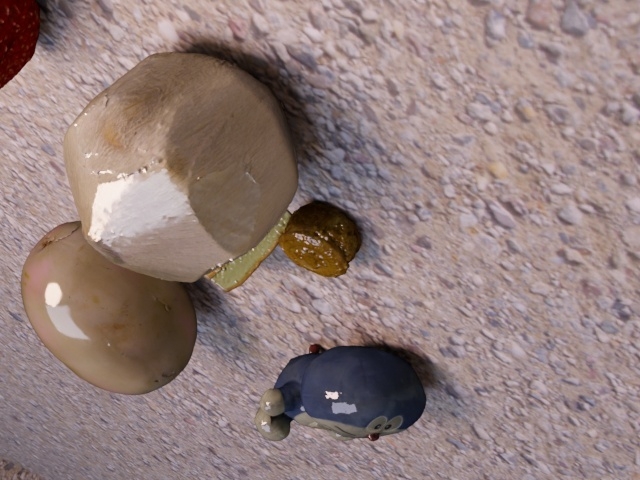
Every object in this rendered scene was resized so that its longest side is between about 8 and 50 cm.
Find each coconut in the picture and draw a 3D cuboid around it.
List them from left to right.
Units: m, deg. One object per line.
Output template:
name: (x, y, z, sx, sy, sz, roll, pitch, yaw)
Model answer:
coconut: (-0.158, -0.072, 1.122, 0.245, 0.247, 0.245, 25, 148, 17)

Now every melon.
melon: (-0.323, 0.107, 1.576, 0.223, 0.223, 0.317, 0, 139, 45)

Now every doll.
doll: (0.038, 0.230, 1.479, 0.228, 0.153, 0.258, 11, 171, -31)

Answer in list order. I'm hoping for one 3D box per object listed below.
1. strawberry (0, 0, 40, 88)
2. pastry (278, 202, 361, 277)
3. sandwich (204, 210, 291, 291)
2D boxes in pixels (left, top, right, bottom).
strawberry: (-0.437, -0.245, 1.130, 0.258, 0.261, 0.261, 24, 157, -26)
pastry: (0.000, 0.000, 1.269, 0.097, 0.057, 0.109, 37, 153, -16)
sandwich: (-0.124, -0.026, 1.395, 0.117, 0.144, 0.187, 41, -174, -12)
